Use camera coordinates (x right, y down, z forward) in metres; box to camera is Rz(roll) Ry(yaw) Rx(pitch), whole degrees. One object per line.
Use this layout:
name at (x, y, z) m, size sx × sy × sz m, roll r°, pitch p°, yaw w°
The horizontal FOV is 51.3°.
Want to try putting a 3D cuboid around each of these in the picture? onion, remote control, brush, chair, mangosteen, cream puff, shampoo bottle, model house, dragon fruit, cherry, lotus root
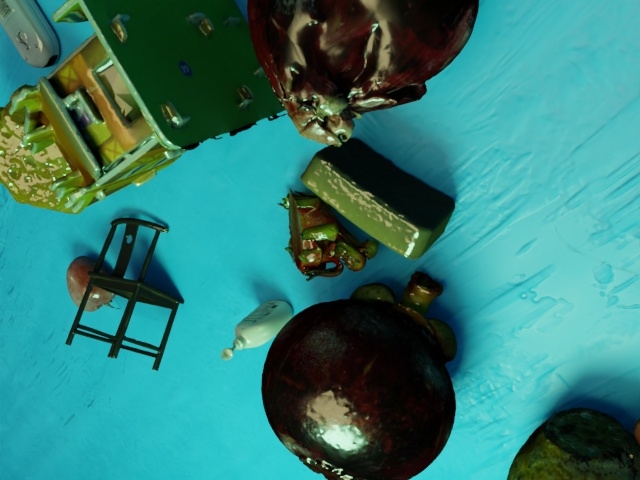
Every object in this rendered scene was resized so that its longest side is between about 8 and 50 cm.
onion at (0.052, -0.256, 0.786) m, size 0.280 × 0.281 × 0.221 m, roll 13°, pitch 153°, yaw 28°
remote control at (-0.560, -0.426, 1.208) m, size 0.087 × 0.047 × 0.244 m, roll -26°, pitch 99°, yaw 36°
brush at (0.082, -0.065, 0.914) m, size 0.197 × 0.123 × 0.059 m, roll 35°, pitch 123°, yaw 13°
chair at (-0.365, 0.101, 1.296) m, size 0.154 × 0.141 × 0.260 m, roll 7°, pitch 73°, yaw 30°
mangosteen at (0.057, 0.209, 0.987) m, size 0.296 × 0.293 × 0.297 m, roll 3°, pitch 149°, yaw 2°
cream puff at (-0.472, -0.166, 1.181) m, size 0.244 × 0.244 × 0.196 m, roll 68°, pitch 164°, yaw -13°
shampoo bottle at (-0.112, 0.154, 1.135) m, size 0.077 × 0.152 × 0.045 m, roll -5°, pitch 109°, yaw 34°
model house at (-0.260, -0.198, 0.925) m, size 0.312 × 0.357 × 0.243 m, roll -24°, pitch 100°, yaw 29°
dragon fruit at (0.000, 0.000, 1.017) m, size 0.174 × 0.142 × 0.138 m, roll 18°, pitch 164°, yaw 4°
cherry at (-0.484, 0.097, 1.396) m, size 0.126 × 0.087 × 0.106 m, roll 35°, pitch 124°, yaw 10°
lotus root at (0.365, 0.408, 0.904) m, size 0.250 × 0.250 × 0.346 m, roll 0°, pitch 106°, yaw 34°

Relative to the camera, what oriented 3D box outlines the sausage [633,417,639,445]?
sausage at (0.488, 0.177, 0.776) m, size 0.113 × 0.113 × 0.259 m, roll 34°, pitch 129°, yaw 15°
